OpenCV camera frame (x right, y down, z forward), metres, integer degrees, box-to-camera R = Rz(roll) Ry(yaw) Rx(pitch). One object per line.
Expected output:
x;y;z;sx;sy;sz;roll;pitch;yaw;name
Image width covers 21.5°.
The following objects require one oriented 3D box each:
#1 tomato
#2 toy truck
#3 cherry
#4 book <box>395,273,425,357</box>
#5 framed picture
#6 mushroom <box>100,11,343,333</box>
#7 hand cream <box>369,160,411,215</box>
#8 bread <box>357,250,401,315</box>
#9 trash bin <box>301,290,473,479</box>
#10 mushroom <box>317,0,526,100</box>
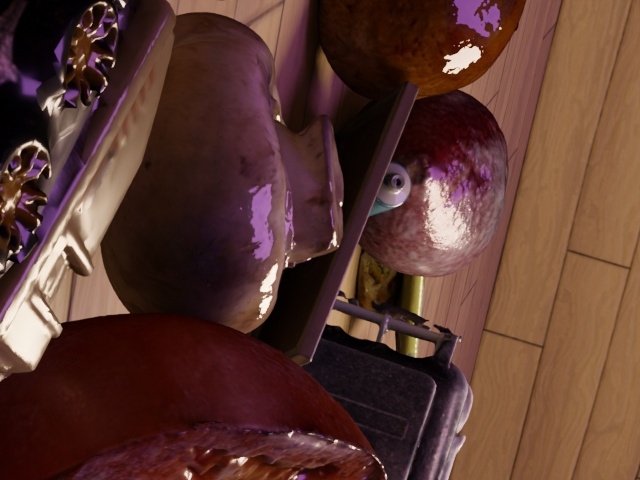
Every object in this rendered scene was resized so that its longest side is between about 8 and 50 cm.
-0.139;0.142;1.131;0.338;0.338;0.144;81;-10;-62;tomato
-0.148;-0.123;0.858;0.254;0.180;0.405;74;35;-64;toy truck
0.121;-0.076;2.002;0.300;0.203;0.230;32;79;-76;cherry
0.131;0.000;2.317;0.239;0.035;0.352;-87;-179;-60;book
0.000;0.000;1.763;0.315;0.024;0.232;-69;-166;-19;framed picture
-0.078;-0.048;1.227;0.255;0.184;0.255;-7;90;-82;mushroom
0.038;-0.049;1.838;0.083;0.048;0.224;-67;-162;-13;hand cream
0.080;0.060;2.328;0.066;0.060;0.110;-108;-161;-49;bread
0.016;0.271;1.945;0.368;0.255;0.296;101;7;-53;trash bin
0.123;-0.285;1.768;0.263;0.195;0.283;60;43;-46;mushroom
